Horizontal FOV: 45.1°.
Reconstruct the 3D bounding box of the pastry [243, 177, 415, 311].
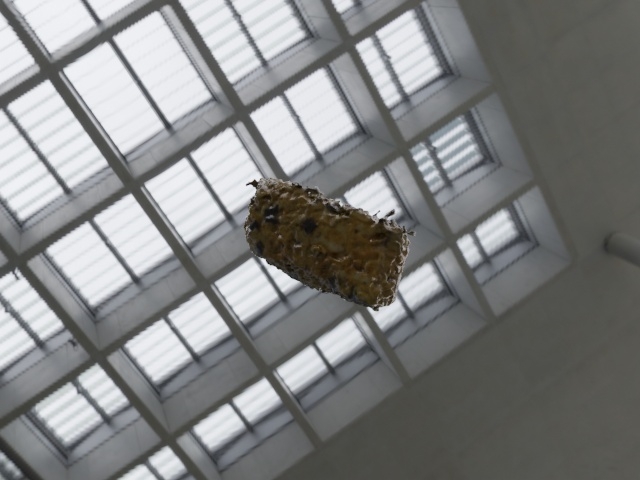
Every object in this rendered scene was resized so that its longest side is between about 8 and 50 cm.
[{"bbox_3d":[0.000,0.000,0.599,0.056,0.140,0.079,10,-84,-62],"label":"pastry"}]
